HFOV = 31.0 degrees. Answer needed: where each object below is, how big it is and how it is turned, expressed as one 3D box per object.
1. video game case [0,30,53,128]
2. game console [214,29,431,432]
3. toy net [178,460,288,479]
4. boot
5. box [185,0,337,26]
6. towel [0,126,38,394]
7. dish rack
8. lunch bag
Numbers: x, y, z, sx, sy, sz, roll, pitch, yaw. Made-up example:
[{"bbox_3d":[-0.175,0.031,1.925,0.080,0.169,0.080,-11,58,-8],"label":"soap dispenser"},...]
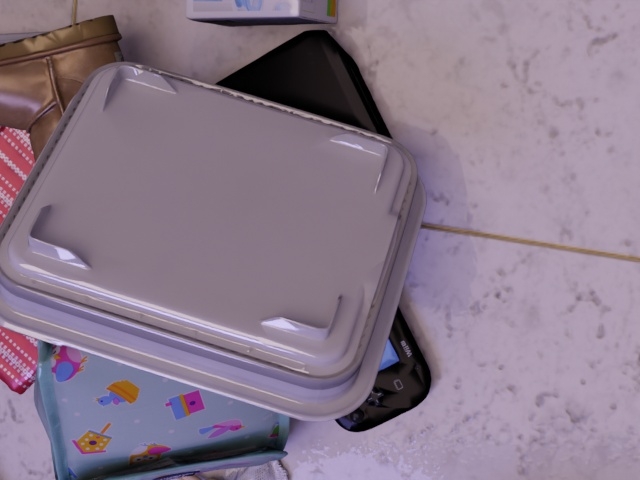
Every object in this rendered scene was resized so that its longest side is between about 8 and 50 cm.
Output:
[{"bbox_3d":[-0.352,-0.101,1.213,0.206,0.026,0.227,1,98,19],"label":"video game case"},{"bbox_3d":[0.000,0.000,1.093,0.213,0.044,0.361,-28,88,20],"label":"game console"},{"bbox_3d":[-0.139,0.281,1.173,0.232,0.045,0.122,-17,91,20],"label":"toy net"},{"bbox_3d":[-0.258,-0.055,1.097,0.236,0.089,0.270,-15,98,8],"label":"boot"},{"bbox_3d":[-0.051,-0.300,1.042,0.114,0.103,0.203,2,97,20],"label":"box"},{"bbox_3d":[-0.286,-0.004,1.167,0.199,0.031,0.275,43,100,-1],"label":"towel"},{"bbox_3d":[-0.087,-0.023,0.947,0.332,0.286,0.072,17,144,3],"label":"dish rack"},{"bbox_3d":[-0.143,0.134,1.041,0.223,0.160,0.262,-9,132,-16],"label":"lunch bag"}]
